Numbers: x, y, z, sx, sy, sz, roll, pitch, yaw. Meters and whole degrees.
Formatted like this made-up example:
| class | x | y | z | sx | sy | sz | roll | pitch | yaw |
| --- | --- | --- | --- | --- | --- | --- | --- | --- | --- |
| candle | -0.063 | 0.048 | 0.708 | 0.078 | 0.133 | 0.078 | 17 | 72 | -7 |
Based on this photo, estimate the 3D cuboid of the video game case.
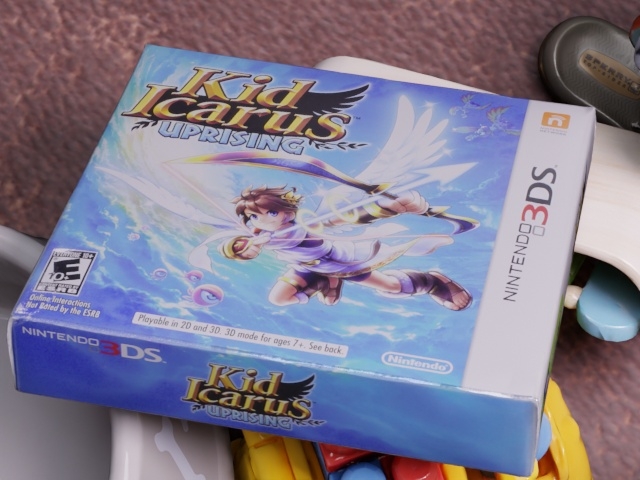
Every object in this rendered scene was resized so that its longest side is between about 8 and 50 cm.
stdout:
| class | x | y | z | sx | sy | sz | roll | pitch | yaw |
| --- | --- | --- | --- | --- | --- | --- | --- | --- | --- |
| video game case | 0.000 | 0.000 | 1.048 | 0.269 | 0.061 | 0.244 | 9 | 40 | 9 |

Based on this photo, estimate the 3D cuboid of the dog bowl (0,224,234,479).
| class | x | y | z | sx | sy | sz | roll | pitch | yaw |
| --- | --- | --- | --- | --- | --- | --- | --- | --- | --- |
| dog bowl | -0.228 | 0.142 | 1.101 | 0.348 | 0.102 | 0.349 | -6 | 67 | 15 |

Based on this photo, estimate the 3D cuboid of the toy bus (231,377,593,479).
| class | x | y | z | sx | sy | sz | roll | pitch | yaw |
| --- | --- | --- | --- | --- | --- | --- | --- | --- | --- |
| toy bus | 0.058 | 0.129 | 1.118 | 0.220 | 0.211 | 0.149 | -16 | 70 | -10 |

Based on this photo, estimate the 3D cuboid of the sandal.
| class | x | y | z | sx | sy | sz | roll | pitch | yaw |
| --- | --- | --- | --- | --- | --- | --- | --- | --- | --- |
| sandal | 0.248 | -0.088 | 1.284 | 0.219 | 0.060 | 0.090 | 31 | 72 | 3 |

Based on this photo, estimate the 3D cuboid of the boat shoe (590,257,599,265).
| class | x | y | z | sx | sy | sz | roll | pitch | yaw |
| --- | --- | --- | --- | --- | --- | --- | --- | --- | --- |
| boat shoe | 0.256 | 0.060 | 1.235 | 0.065 | 0.075 | 0.206 | -44 | 74 | 4 |

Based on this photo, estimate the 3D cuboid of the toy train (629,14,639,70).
| class | x | y | z | sx | sy | sz | roll | pitch | yaw |
| --- | --- | --- | --- | --- | --- | --- | --- | --- | --- |
| toy train | 0.303 | -0.036 | 1.154 | 0.334 | 0.142 | 0.190 | 51 | 33 | -16 |

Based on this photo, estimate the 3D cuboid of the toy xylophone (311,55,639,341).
| class | x | y | z | sx | sy | sz | roll | pitch | yaw |
| --- | --- | --- | --- | --- | --- | --- | --- | --- | --- |
| toy xylophone | 0.075 | -0.010 | 1.171 | 0.322 | 0.081 | 0.236 | 23 | 45 | 24 |
